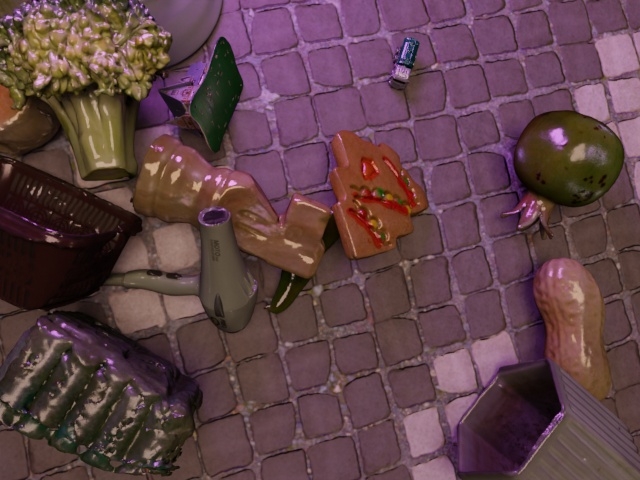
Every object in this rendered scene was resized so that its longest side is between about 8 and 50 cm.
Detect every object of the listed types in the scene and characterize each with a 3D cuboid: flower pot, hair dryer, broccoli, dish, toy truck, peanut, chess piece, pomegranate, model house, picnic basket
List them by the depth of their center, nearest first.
[{"bbox_3d":[-0.296,-0.205,0.691,0.262,0.247,0.244,-9,89,13],"label":"broccoli"},{"bbox_3d":[-0.423,-0.018,0.702,0.296,0.222,0.129,25,103,7],"label":"picnic basket"},{"bbox_3d":[-0.212,0.028,0.739,0.266,0.229,0.092,18,43,-7],"label":"hair dryer"},{"bbox_3d":[-0.129,-0.044,0.780,0.300,0.137,0.137,25,82,-4],"label":"chess piece"},{"bbox_3d":[0.356,0.335,0.800,0.189,0.209,0.239,42,84,-5],"label":"flower pot"},{"bbox_3d":[-0.315,-0.437,0.800,0.316,0.106,0.317,1,85,-10],"label":"dish"},{"bbox_3d":[-0.198,-0.233,0.804,0.088,0.117,0.167,6,64,15],"label":"model house"},{"bbox_3d":[0.409,-0.113,0.877,0.181,0.181,0.224,28,104,-7],"label":"pomegranate"},{"bbox_3d":[0.445,0.165,0.888,0.125,0.111,0.275,-8,92,-45],"label":"peanut"},{"bbox_3d":[0.150,-0.318,0.902,0.039,0.044,0.083,18,83,-5],"label":"toy truck"}]

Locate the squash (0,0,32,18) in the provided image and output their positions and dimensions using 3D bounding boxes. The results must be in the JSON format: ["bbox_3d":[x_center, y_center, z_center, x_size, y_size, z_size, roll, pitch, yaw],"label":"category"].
[{"bbox_3d":[-0.569,-0.428,0.616,0.309,0.309,0.311,-1,76,4],"label":"squash"}]

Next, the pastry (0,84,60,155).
[{"bbox_3d":[-0.478,-0.213,0.765,0.165,0.088,0.166,1,83,-10],"label":"pastry"}]

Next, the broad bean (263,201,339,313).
[{"bbox_3d":[-0.001,-0.001,0.853,0.060,0.043,0.298,41,79,-14],"label":"broad bean"}]

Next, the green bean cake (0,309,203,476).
[{"bbox_3d":[-0.285,0.204,0.690,0.254,0.241,0.132,30,76,-6],"label":"green bean cake"}]

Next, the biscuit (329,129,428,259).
[{"bbox_3d":[0.089,-0.067,0.821,0.212,0.041,0.239,36,53,-22],"label":"biscuit"}]
